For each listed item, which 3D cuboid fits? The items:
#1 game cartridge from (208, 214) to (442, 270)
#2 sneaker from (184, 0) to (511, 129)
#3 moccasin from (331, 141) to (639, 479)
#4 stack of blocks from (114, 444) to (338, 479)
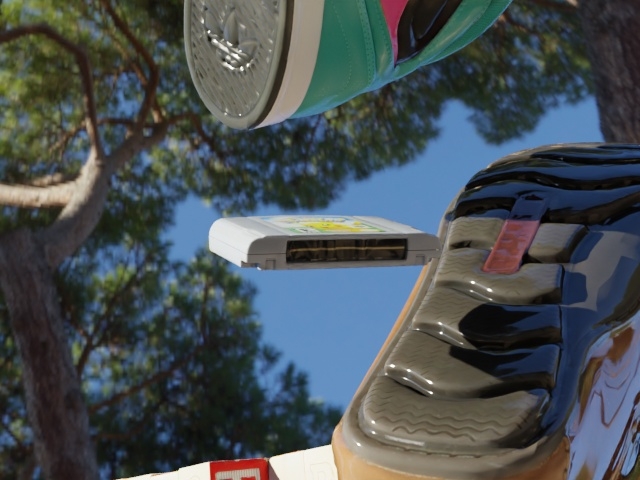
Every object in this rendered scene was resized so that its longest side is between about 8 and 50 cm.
[{"bbox_3d":[0.000,0.000,0.440,0.083,0.056,0.017,-1,-84,-24],"label":"game cartridge"},{"bbox_3d":[0.044,-0.199,0.551,0.178,0.124,0.295,-16,-44,-40],"label":"sneaker"},{"bbox_3d":[0.125,0.055,0.554,0.139,0.380,0.146,0,-63,20],"label":"moccasin"},{"bbox_3d":[-0.007,0.187,0.717,0.171,0.087,0.297,4,-17,-35],"label":"stack of blocks"}]
